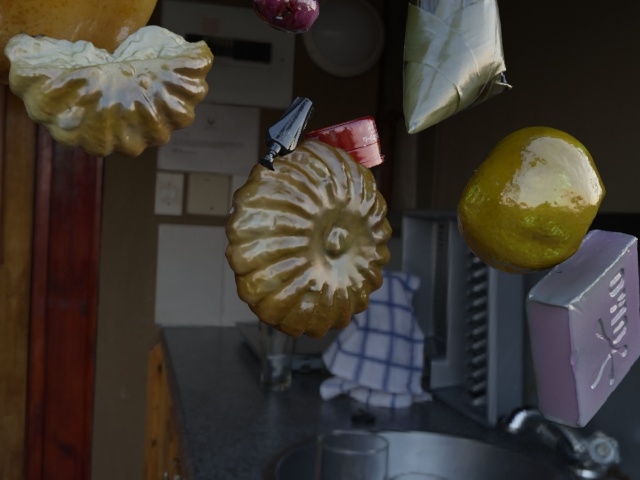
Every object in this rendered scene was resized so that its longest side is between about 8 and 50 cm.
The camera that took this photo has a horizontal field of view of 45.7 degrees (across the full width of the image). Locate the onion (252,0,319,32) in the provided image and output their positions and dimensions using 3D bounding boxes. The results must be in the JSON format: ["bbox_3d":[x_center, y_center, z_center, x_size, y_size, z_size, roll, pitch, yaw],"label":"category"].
[{"bbox_3d":[-0.089,-0.611,1.954,0.177,0.153,0.177,0,-1,0],"label":"onion"}]

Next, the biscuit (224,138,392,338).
[{"bbox_3d":[0.000,0.000,1.226,0.326,0.325,0.107,1,1,-40],"label":"biscuit"}]

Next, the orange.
[{"bbox_3d":[0.383,-0.070,1.382,0.235,0.279,0.279,36,6,6],"label":"orange"}]

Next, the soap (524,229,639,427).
[{"bbox_3d":[0.519,0.169,1.488,0.107,0.296,0.285,13,38,44],"label":"soap"}]

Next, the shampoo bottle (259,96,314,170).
[{"bbox_3d":[-0.049,-0.156,1.095,0.048,0.137,0.027,38,-36,-11],"label":"shampoo bottle"}]

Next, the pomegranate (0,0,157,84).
[{"bbox_3d":[-0.417,-0.391,1.005,0.417,0.416,0.416,3,2,0],"label":"pomegranate"}]

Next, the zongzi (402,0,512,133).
[{"bbox_3d":[0.185,-0.335,1.200,0.154,0.289,0.317,-5,17,29],"label":"zongzi"}]

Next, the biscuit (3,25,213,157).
[{"bbox_3d":[-0.176,-0.133,0.674,0.183,0.118,0.061,-11,9,-29],"label":"biscuit"}]

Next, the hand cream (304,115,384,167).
[{"bbox_3d":[0.059,-0.235,1.934,0.193,0.125,0.193,-16,11,3],"label":"hand cream"}]
